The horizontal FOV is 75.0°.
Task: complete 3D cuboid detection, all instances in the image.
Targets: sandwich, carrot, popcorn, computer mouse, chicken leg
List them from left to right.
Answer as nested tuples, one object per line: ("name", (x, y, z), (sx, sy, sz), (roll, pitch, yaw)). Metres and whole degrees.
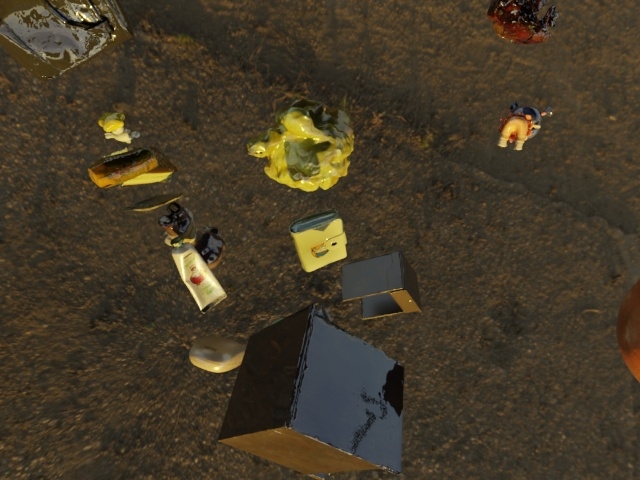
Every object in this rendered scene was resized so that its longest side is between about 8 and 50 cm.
("carrot", (-0.546, -0.204, 1.154), (0.173, 0.082, 0.082), (-37, 90, -35))
("sandwich", (-0.656, -0.276, 1.549), (0.236, 0.122, 0.128), (-24, 96, -66))
("computer mouse", (-0.315, 0.349, 1.312), (0.145, 0.236, 0.081), (15, 87, 12))
("popcorn", (-0.042, -0.281, 1.271), (0.279, 0.275, 0.335), (47, 44, -17))
("chicken leg", (0.312, -0.346, 0.651), (0.105, 0.063, 0.234), (41, 29, 9))

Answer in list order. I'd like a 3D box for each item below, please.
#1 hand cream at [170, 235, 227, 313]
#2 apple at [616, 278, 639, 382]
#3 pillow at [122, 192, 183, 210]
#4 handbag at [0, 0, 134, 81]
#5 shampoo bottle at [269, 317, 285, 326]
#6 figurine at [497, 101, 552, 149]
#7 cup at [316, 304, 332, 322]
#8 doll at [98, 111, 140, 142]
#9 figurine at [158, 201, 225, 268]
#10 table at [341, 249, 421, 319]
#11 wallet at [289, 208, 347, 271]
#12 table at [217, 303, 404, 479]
("hand cream", (-0.481, 0.131, 1.625), (0.121, 0.076, 0.335), (-37, 125, -25))
("apple", (0.651, 0.159, 0.728), (0.254, 0.253, 0.253), (4, 75, -17))
("pillow", (-0.539, -0.126, 1.363), (0.130, 0.217, 0.033), (-6, 106, 10))
("handbag", (-0.526, -0.455, 0.796), (0.244, 0.275, 0.088), (-31, 61, -6))
("shampoo bottle", (-0.060, 0.388, 1.582), (0.350, 0.152, 0.221), (27, 59, -46))
("figurine", (0.552, -0.315, 1.134), (0.112, 0.102, 0.195), (23, 33, 23))
("cup", (-0.011, 0.215, 1.040), (0.077, 0.078, 0.100), (-26, 117, 8))
("doll", (-0.656, -0.359, 1.365), (0.136, 0.113, 0.071), (17, 60, 0))
("figurine", (-0.560, -0.002, 1.750), (0.207, 0.365, 0.217), (-6, 55, 25))
("table", (0.268, 0.210, 1.843), (0.282, 0.250, 0.196), (-15, 55, 22))
("wallet", (0.000, 0.000, 0.881), (0.111, 0.155, 0.039), (-20, 57, -4))
("table", (-0.004, 0.228, 0.611), (0.193, 0.169, 0.172), (34, 46, -23))
